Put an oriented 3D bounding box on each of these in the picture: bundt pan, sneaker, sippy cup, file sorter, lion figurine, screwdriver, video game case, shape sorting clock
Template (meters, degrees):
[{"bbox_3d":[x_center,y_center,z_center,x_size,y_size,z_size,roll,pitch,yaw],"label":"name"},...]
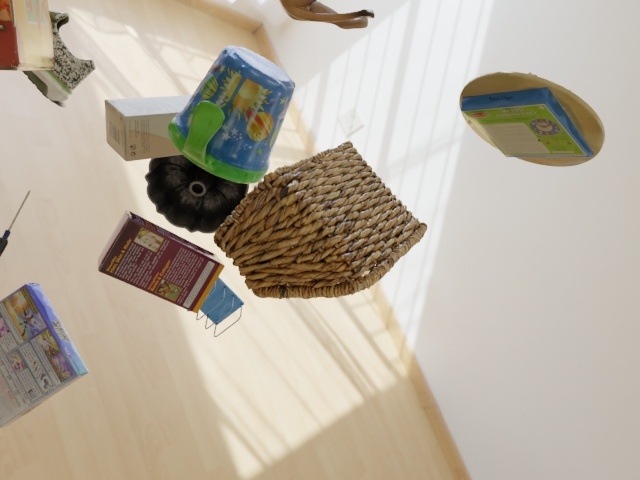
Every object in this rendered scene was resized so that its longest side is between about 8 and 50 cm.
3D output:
[{"bbox_3d":[-0.382,-0.190,1.697,0.331,0.330,0.124,46,22,-23],"label":"bundt pan"},{"bbox_3d":[-0.745,-0.558,1.362,0.410,0.182,0.158,55,-9,-21],"label":"sneaker"},{"bbox_3d":[-0.174,-0.278,1.130,0.240,0.224,0.306,16,31,-31],"label":"sippy cup"},{"bbox_3d":[-0.331,0.190,1.594,0.170,0.118,0.104,49,10,-21],"label":"file sorter"},{"bbox_3d":[-0.049,-0.575,1.123,0.142,0.240,0.392,93,-19,-54],"label":"lion figurine"},{"bbox_3d":[-0.664,-0.035,1.133,0.024,0.025,0.170,17,76,3],"label":"screwdriver"},{"bbox_3d":[-0.751,0.283,1.317,0.270,0.244,0.061,57,3,7],"label":"video game case"},{"bbox_3d":[0.295,-0.170,0.750,0.206,0.206,0.040,33,80,-38],"label":"shape sorting clock"}]

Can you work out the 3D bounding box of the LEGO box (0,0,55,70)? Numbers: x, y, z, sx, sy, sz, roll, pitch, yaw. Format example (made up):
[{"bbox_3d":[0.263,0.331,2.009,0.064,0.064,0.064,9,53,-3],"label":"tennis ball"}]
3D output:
[{"bbox_3d":[-0.570,-0.466,0.839,0.193,0.500,0.373,-5,108,-20],"label":"LEGO box"}]

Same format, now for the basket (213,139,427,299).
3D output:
[{"bbox_3d":[0.000,0.000,0.881,0.223,0.213,0.299,49,33,3],"label":"basket"}]

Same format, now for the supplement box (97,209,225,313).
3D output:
[{"bbox_3d":[-0.281,0.038,0.936,0.188,0.104,0.081,30,1,-27],"label":"supplement box"}]

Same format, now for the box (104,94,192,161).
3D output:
[{"bbox_3d":[-0.397,-0.309,1.416,0.311,0.121,0.148,-14,37,-36],"label":"box"}]
